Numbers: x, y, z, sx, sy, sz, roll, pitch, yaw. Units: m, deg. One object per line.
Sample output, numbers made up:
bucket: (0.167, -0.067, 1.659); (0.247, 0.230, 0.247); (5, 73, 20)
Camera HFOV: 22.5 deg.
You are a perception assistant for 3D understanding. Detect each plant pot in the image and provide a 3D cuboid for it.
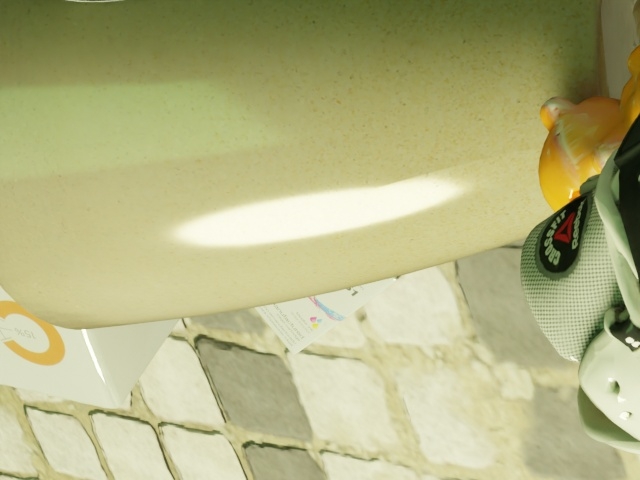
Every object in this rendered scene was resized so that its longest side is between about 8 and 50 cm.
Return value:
plant pot: (0.008, -0.082, 0.741); (0.274, 0.256, 0.256); (1, 122, 24)

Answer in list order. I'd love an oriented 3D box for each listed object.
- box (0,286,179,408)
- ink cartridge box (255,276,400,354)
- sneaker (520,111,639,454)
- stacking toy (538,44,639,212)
box: (-0.204, -0.098, 0.901); (0.215, 0.168, 0.345); (11, 135, 25)
ink cartridge box: (0.000, 0.000, 0.936); (0.088, 0.052, 0.122); (50, 140, 0)
sneaker: (0.135, 0.004, 0.497); (0.146, 0.122, 0.330); (3, 149, 8)
stacking toy: (0.177, -0.102, 0.551); (0.175, 0.166, 0.302); (38, 127, -2)
